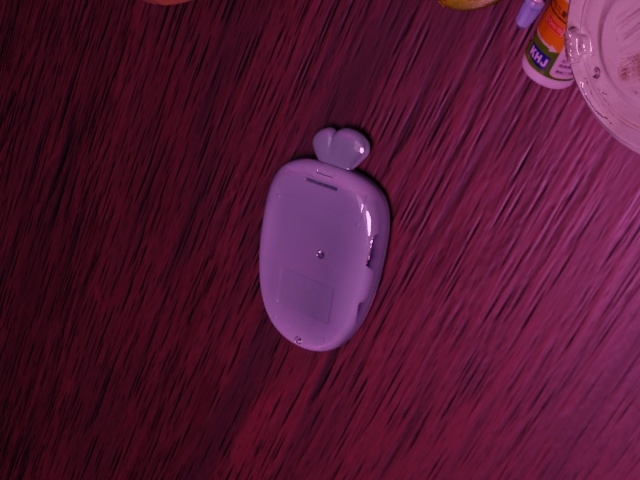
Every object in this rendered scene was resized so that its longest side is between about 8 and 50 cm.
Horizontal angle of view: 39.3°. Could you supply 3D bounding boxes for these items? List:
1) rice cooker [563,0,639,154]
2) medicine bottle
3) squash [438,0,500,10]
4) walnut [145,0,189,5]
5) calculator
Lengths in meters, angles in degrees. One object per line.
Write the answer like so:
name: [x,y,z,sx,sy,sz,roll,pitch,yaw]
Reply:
rice cooker: [0.347,-0.181,0.740,0.226,0.244,0.226,35,135,44]
medicine bottle: [0.246,-0.241,0.846,0.220,0.092,0.061,111,150,-51]
squash: [0.193,-0.296,0.922,0.188,0.095,0.095,-21,86,37]
walnut: [-0.156,-0.415,1.127,0.204,0.141,0.238,-13,88,26]
calculator: [0.000,0.000,1.143,0.185,0.041,0.298,23,112,31]
